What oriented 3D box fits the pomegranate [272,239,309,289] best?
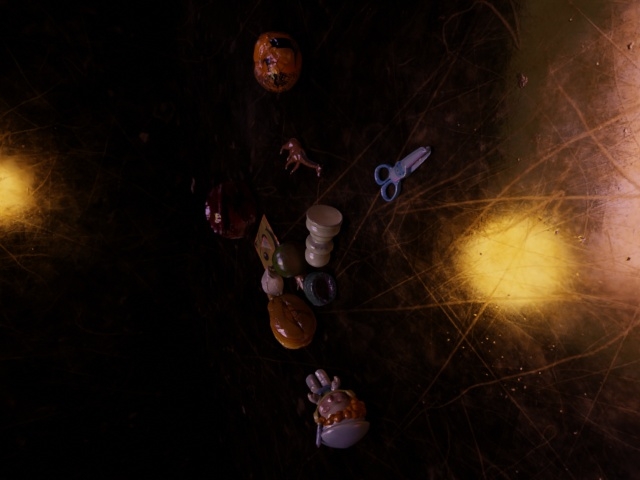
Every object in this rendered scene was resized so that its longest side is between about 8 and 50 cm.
[{"bbox_3d":[-0.109,0.107,1.946,0.181,0.181,0.224,-17,105,58],"label":"pomegranate"}]

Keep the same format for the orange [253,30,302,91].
[{"bbox_3d":[-0.177,-0.718,1.793,0.234,0.182,0.234,29,130,41],"label":"orange"}]

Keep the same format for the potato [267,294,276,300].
[{"bbox_3d":[-0.252,0.295,2.330,0.083,0.040,0.051,61,153,30],"label":"potato"}]

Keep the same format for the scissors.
[{"bbox_3d":[0.257,-0.221,1.392,0.256,0.030,0.125,-38,68,57],"label":"scissors"}]

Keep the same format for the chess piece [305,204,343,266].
[{"bbox_3d":[0.000,0.000,1.773,0.144,0.144,0.251,49,142,39],"label":"chess piece"}]

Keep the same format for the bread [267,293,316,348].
[{"bbox_3d":[-0.132,0.361,2.019,0.270,0.195,0.143,51,148,42],"label":"bread"}]

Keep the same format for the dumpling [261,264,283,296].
[{"bbox_3d":[-0.247,0.207,2.243,0.127,0.108,0.188,45,159,60],"label":"dumpling"}]

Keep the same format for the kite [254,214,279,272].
[{"bbox_3d":[-0.282,0.046,2.329,0.327,0.013,0.378,17,115,56],"label":"kite"}]

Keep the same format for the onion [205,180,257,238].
[{"bbox_3d":[-0.452,-0.149,2.327,0.146,0.280,0.314,8,106,42],"label":"onion"}]

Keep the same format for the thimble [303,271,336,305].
[{"bbox_3d":[-0.003,0.196,1.838,0.090,0.118,0.135,-9,107,63],"label":"thimble"}]

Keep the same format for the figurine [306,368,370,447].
[{"bbox_3d":[0.071,0.690,1.861,0.382,0.224,0.205,-110,1,-61],"label":"figurine"}]

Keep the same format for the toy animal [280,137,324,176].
[{"bbox_3d":[-0.079,-0.335,1.857,0.229,0.066,0.224,-29,74,51],"label":"toy animal"}]
